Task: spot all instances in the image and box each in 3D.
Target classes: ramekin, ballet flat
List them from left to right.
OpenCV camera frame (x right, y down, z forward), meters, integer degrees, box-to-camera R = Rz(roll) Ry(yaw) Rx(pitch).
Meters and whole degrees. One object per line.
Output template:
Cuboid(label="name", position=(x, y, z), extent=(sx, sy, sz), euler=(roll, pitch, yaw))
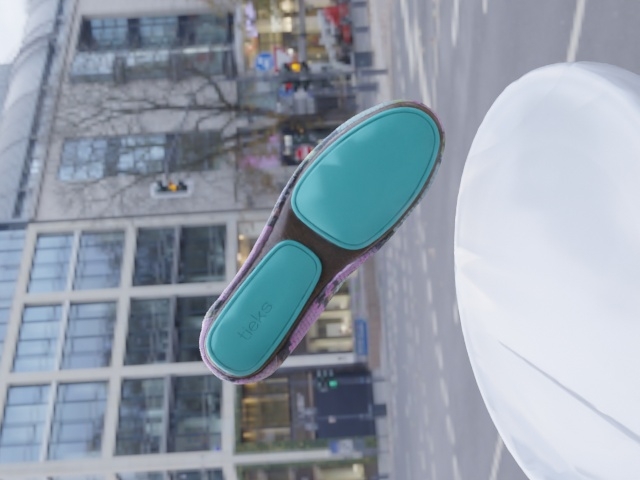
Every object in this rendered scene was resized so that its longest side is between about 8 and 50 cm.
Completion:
Cuboid(label="ballet flat", position=(0.000, 0.000, 0.653), extent=(0.221, 0.077, 0.079), euler=(-54, -4, 5))
Cuboid(label="ramekin", position=(0.196, 0.028, 0.593), extent=(0.273, 0.127, 0.272), euler=(174, 90, -71))
